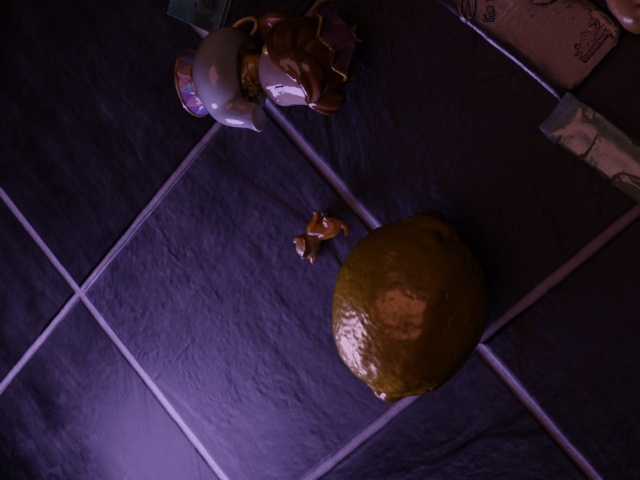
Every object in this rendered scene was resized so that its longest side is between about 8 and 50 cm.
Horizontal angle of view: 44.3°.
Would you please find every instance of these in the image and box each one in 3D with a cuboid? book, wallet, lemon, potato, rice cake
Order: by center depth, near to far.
[{"bbox_3d":[0.369,-0.282,0.912,0.068,0.062,0.083,-34,52,52],"label":"potato"},{"bbox_3d":[0.412,-0.059,0.931,0.336,0.063,0.066,39,106,15],"label":"rice cake"},{"bbox_3d":[0.255,-0.288,0.980,0.232,0.031,0.122,44,116,13],"label":"wallet"},{"bbox_3d":[0.115,0.085,1.020,0.204,0.204,0.260,20,104,21],"label":"lemon"},{"bbox_3d":[-0.169,-0.385,1.169,0.103,0.017,0.135,28,110,19],"label":"book"}]

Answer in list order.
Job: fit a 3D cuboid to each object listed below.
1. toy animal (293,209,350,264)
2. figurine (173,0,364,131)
[{"bbox_3d":[0.000,0.000,1.139,0.081,0.060,0.083,25,100,20],"label":"toy animal"},{"bbox_3d":[-0.065,-0.239,1.081,0.263,0.142,0.190,-5,74,25],"label":"figurine"}]
